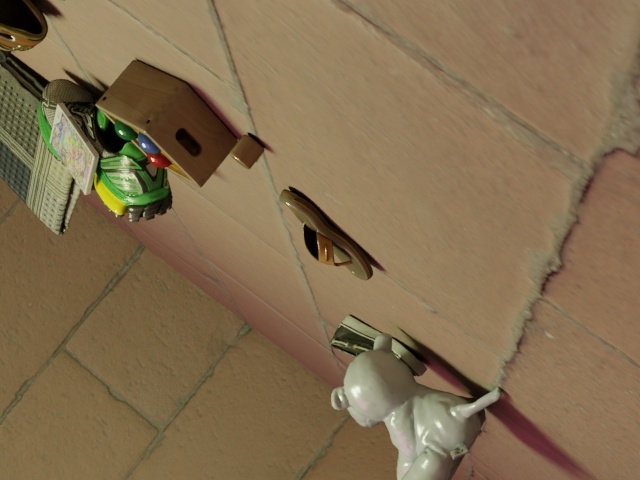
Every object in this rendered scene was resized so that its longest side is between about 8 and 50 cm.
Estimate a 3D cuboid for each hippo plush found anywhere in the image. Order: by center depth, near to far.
[{"bbox_3d":[0.127,0.301,2.054,0.236,0.234,0.294,30,170,10],"label":"hippo plush"}]

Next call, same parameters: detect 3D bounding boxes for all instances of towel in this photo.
[{"bbox_3d":[-0.570,-0.204,2.439,0.312,0.056,0.324,44,143,12],"label":"towel"}]

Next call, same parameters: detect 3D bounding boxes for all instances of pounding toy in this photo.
[{"bbox_3d":[-0.166,-0.121,1.638,0.206,0.094,0.181,29,167,45],"label":"pounding toy"}]

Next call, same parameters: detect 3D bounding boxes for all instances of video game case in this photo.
[{"bbox_3d":[-0.384,-0.143,1.963,0.122,0.011,0.087,53,141,26],"label":"video game case"}]

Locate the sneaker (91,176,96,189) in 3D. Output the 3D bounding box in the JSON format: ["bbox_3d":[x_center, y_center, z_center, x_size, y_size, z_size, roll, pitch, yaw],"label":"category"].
[{"bbox_3d":[-0.483,-0.174,2.512,0.162,0.106,0.281,25,163,42],"label":"sneaker"}]

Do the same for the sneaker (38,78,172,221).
[{"bbox_3d":[-0.339,-0.178,2.013,0.343,0.134,0.146,39,136,37],"label":"sneaker"}]

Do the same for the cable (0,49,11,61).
[{"bbox_3d":[-0.652,-0.421,2.214,0.287,0.072,0.139,30,158,-29],"label":"cable"}]

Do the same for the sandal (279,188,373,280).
[{"bbox_3d":[0.000,0.000,1.726,0.180,0.049,0.072,44,169,-29],"label":"sandal"}]

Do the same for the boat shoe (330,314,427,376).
[{"bbox_3d":[0.100,0.204,2.230,0.219,0.070,0.078,25,163,51],"label":"boat shoe"}]

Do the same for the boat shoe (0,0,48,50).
[{"bbox_3d":[-0.495,-0.369,1.695,0.307,0.111,0.104,32,170,-29],"label":"boat shoe"}]
